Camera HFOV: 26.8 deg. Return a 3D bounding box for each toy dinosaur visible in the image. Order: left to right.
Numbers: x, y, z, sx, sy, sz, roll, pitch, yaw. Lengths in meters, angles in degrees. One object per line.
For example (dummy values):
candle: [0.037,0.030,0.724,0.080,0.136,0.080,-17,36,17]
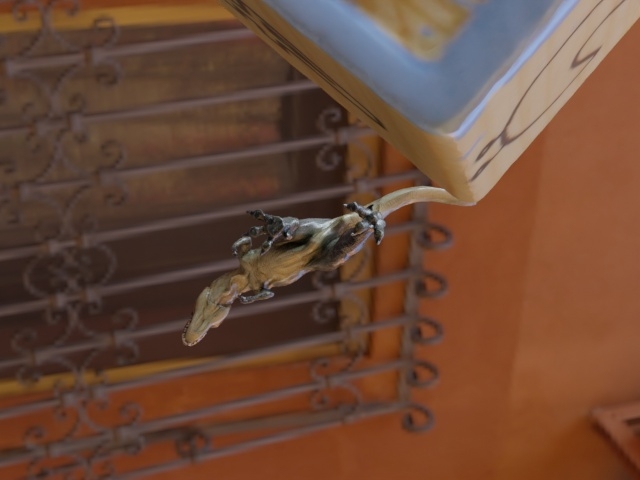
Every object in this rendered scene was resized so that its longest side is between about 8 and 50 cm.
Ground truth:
toy dinosaur: [0.000,0.000,1.060,0.118,0.268,0.064,75,-8,-78]

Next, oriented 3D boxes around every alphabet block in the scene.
alphabet block: [0.050,-0.154,0.605,0.193,0.192,0.197,42,3,11]
